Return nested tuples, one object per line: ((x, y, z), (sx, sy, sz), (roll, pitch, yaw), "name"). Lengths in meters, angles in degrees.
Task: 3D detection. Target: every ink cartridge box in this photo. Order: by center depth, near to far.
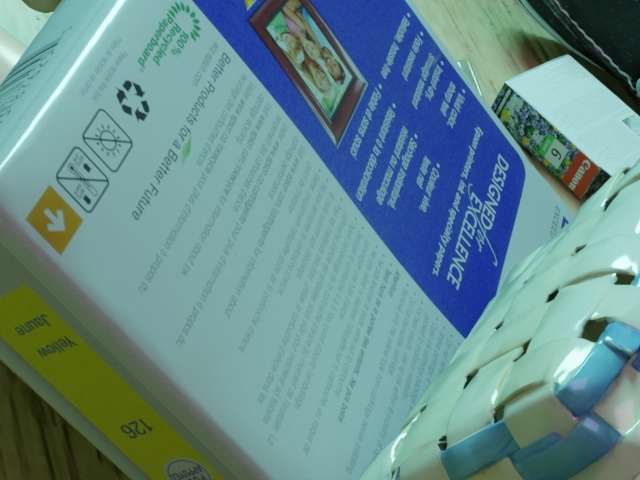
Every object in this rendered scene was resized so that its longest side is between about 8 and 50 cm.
((0.000, 0.000, 0.645), (0.307, 0.072, 0.303), (51, 37, -25), "ink cartridge box")
((0.159, -0.055, 0.837), (0.063, 0.029, 0.115), (-26, 63, -39), "ink cartridge box")

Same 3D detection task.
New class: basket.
((0.175, 0.125, 0.557), (0.289, 0.201, 0.255), (46, 45, -7), "basket")

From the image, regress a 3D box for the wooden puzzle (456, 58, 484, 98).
((0.058, -0.082, 0.833), (0.078, 0.014, 0.116), (5, 46, -12), "wooden puzzle")

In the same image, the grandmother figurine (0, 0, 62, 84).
((-0.209, -0.107, 0.688), (0.342, 0.104, 0.208), (44, 39, 17), "grandmother figurine")

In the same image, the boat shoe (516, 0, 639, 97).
((0.241, -0.104, 0.859), (0.306, 0.113, 0.105), (33, 30, -3), "boat shoe")
